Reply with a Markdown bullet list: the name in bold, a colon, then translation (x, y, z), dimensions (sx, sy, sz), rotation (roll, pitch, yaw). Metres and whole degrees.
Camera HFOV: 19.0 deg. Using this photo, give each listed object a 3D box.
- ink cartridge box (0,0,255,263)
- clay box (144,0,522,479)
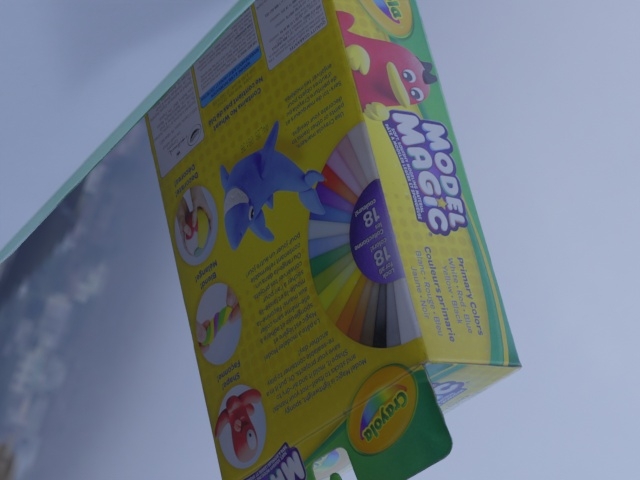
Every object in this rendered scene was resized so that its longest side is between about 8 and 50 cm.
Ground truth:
- **ink cartridge box**: translation (-0.101, -0.161, 0.369), dimensions (0.201, 0.117, 0.278), rotation (-42, -118, 34)
- **clay box**: translation (0.000, 0.000, 0.735), dimensions (0.127, 0.053, 0.222), rotation (-36, -121, 43)
